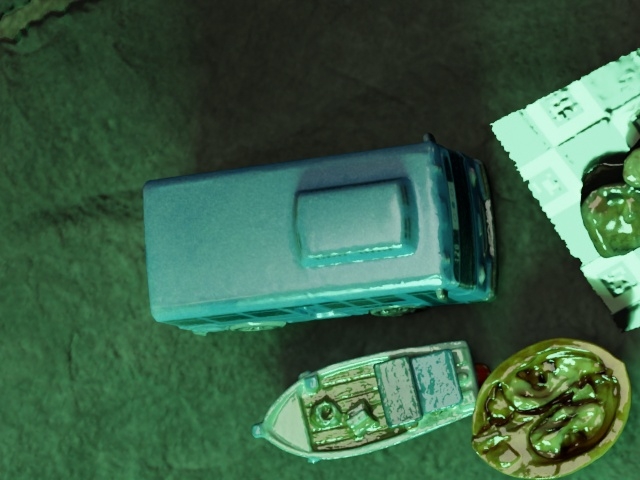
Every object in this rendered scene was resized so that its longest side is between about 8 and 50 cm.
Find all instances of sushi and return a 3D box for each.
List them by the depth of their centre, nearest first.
[{"bbox_3d":[0.249,-0.037,1.314,0.215,0.050,0.192,-27,111,23],"label":"sushi"}]

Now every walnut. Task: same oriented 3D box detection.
[{"bbox_3d":[0.163,0.118,1.386,0.121,0.052,0.091,-28,78,12],"label":"walnut"}]

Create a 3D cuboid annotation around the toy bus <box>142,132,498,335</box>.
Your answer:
[{"bbox_3d":[0.000,0.000,1.411,0.234,0.133,0.116,-7,80,16],"label":"toy bus"}]

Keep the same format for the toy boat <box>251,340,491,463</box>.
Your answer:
[{"bbox_3d":[0.035,0.116,1.422,0.173,0.059,0.069,-16,78,15],"label":"toy boat"}]
